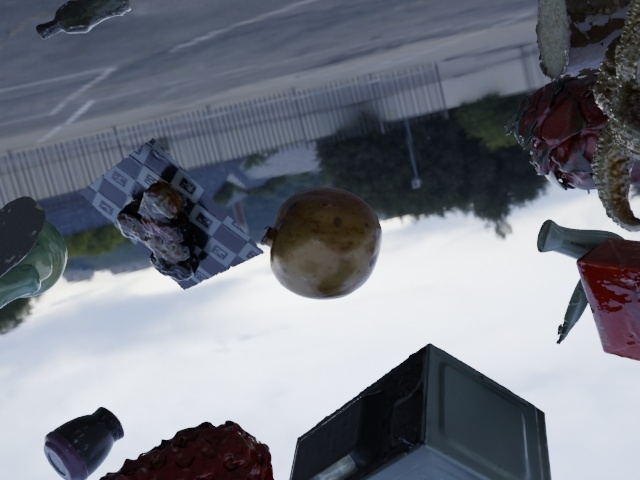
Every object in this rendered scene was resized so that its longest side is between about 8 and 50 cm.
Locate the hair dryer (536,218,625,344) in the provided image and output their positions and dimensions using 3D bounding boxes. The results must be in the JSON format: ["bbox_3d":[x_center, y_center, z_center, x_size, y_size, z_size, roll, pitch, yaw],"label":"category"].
[{"bbox_3d":[0.470,0.086,1.517,0.207,0.237,0.075,8,-168,-28],"label":"hair dryer"}]

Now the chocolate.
[{"bbox_3d":[0.602,0.111,1.421,0.235,0.237,0.108,7,-135,46],"label":"chocolate"}]

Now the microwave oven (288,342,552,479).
[{"bbox_3d":[0.145,0.357,1.266,0.355,0.286,0.218,-45,-159,36],"label":"microwave oven"}]

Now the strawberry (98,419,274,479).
[{"bbox_3d":[-0.179,0.393,1.022,0.336,0.265,0.149,-51,-158,-13],"label":"strawberry"}]

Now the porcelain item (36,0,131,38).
[{"bbox_3d":[-0.543,-0.515,1.831,0.216,0.081,0.069,-31,-165,-10],"label":"porcelain item"}]

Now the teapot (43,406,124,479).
[{"bbox_3d":[-0.462,0.401,1.581,0.146,0.116,0.148,-37,169,-38],"label":"teapot"}]

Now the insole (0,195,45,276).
[{"bbox_3d":[-0.528,0.021,1.294,0.011,0.081,0.247,-22,-151,42],"label":"insole"}]

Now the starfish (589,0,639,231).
[{"bbox_3d":[0.272,-0.126,0.689,0.071,0.238,0.216,4,-168,15],"label":"starfish"}]

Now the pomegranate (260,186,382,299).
[{"bbox_3d":[0.000,0.000,1.412,0.216,0.215,0.215,-14,-172,2],"label":"pomegranate"}]

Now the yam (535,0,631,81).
[{"bbox_3d":[0.347,-0.252,0.840,0.239,0.128,0.129,-15,-149,1],"label":"yam"}]

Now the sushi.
[{"bbox_3d":[-0.327,-0.016,1.635,0.339,0.320,0.068,-22,-153,47],"label":"sushi"}]

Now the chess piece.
[{"bbox_3d":[-0.578,0.061,1.461,0.176,0.175,0.298,-14,-163,2],"label":"chess piece"}]

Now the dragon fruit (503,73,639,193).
[{"bbox_3d":[0.379,-0.152,1.140,0.189,0.182,0.182,25,165,-31],"label":"dragon fruit"}]
